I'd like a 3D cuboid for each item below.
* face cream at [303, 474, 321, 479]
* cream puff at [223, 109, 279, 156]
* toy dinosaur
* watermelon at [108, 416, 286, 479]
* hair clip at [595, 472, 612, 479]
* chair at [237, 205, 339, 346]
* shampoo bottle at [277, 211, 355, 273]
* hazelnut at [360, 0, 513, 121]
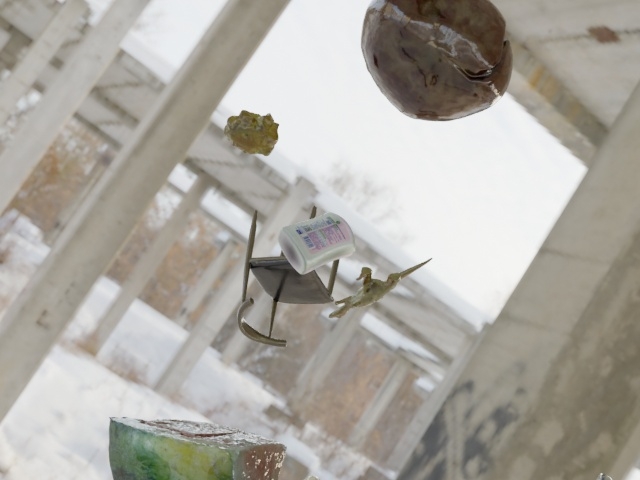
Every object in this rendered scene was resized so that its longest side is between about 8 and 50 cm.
[{"bbox_3d":[-0.072,0.434,1.113,0.173,0.348,0.081,47,-9,-7],"label":"face cream"},{"bbox_3d":[-0.107,-0.172,1.618,0.083,0.058,0.083,-24,-58,26],"label":"cream puff"},{"bbox_3d":[0.098,0.081,1.698,0.039,0.162,0.126,62,-34,24],"label":"toy dinosaur"},{"bbox_3d":[-0.182,0.370,1.566,0.213,0.262,0.201,5,22,28],"label":"watermelon"},{"bbox_3d":[0.399,0.430,1.569,0.054,0.140,0.220,23,-49,13],"label":"hair clip"},{"bbox_3d":[-0.071,0.084,2.260,0.166,0.272,0.188,-3,-36,25],"label":"chair"},{"bbox_3d":[0.000,0.000,1.396,0.072,0.099,0.043,54,-33,25],"label":"shampoo bottle"},{"bbox_3d":[0.165,-0.270,1.506,0.234,0.218,0.218,23,-9,-1],"label":"hazelnut"}]
